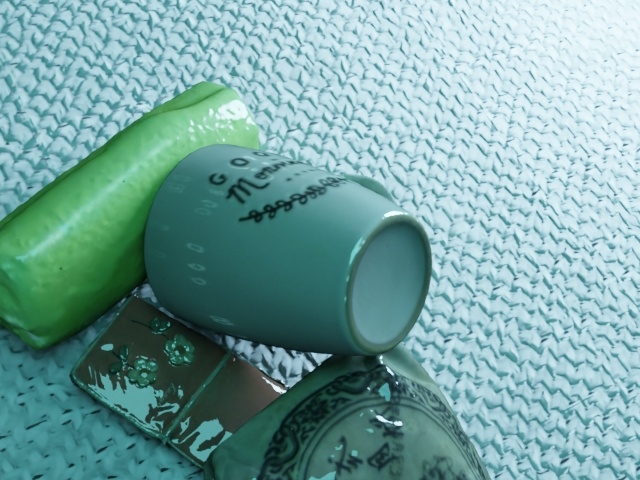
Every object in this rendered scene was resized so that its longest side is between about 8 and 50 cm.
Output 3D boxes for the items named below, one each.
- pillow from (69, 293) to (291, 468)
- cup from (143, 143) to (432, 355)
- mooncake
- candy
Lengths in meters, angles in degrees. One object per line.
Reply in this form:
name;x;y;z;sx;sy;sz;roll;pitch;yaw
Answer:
pillow;-0.122;0.154;0.991;0.233;0.043;0.126;32;57;2
cup;0.000;0.000;0.980;0.234;0.186;0.258;14;33;38
mooncake;0.046;0.235;0.921;0.250;0.136;0.254;-38;88;-32
candy;-0.203;-0.036;1.016;0.132;0.142;0.343;14;45;41
